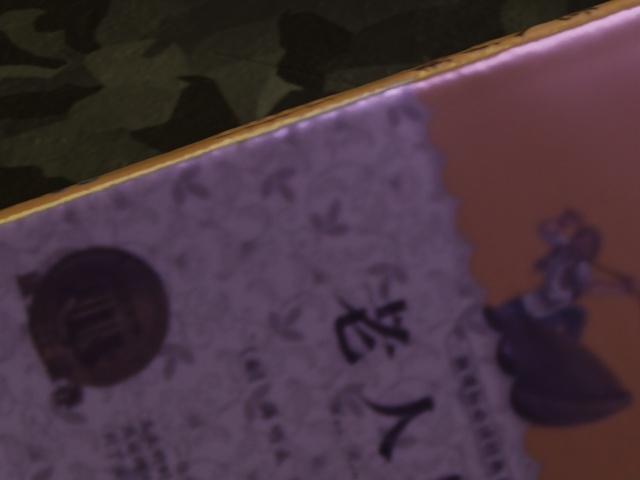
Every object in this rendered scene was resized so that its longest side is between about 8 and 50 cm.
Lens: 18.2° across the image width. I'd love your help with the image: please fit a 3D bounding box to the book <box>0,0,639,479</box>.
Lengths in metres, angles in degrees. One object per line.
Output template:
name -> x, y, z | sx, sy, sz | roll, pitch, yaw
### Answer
book -> 0.063, 0.064, 0.750 | 0.389, 0.269, 0.032 | -21, 13, -14
